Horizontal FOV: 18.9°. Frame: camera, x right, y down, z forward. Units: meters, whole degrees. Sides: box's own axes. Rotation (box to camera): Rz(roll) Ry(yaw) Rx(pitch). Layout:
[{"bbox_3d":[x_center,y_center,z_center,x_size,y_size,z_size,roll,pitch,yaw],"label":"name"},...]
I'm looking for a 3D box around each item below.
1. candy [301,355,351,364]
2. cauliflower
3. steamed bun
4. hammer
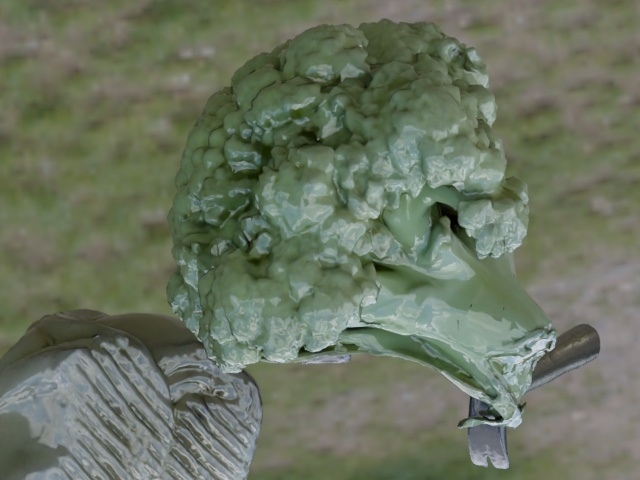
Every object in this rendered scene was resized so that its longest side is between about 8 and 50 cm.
[{"bbox_3d":[0.000,0.000,1.925,0.061,0.088,0.312,-5,138,-2],"label":"candy"},{"bbox_3d":[0.043,-0.022,1.268,0.281,0.327,0.260,19,143,1],"label":"cauliflower"},{"bbox_3d":[-0.236,0.223,1.925,0.310,0.324,0.219,13,179,-43],"label":"steamed bun"},{"bbox_3d":[0.252,0.145,2.206,0.044,0.168,0.440,9,-170,21],"label":"hammer"}]
